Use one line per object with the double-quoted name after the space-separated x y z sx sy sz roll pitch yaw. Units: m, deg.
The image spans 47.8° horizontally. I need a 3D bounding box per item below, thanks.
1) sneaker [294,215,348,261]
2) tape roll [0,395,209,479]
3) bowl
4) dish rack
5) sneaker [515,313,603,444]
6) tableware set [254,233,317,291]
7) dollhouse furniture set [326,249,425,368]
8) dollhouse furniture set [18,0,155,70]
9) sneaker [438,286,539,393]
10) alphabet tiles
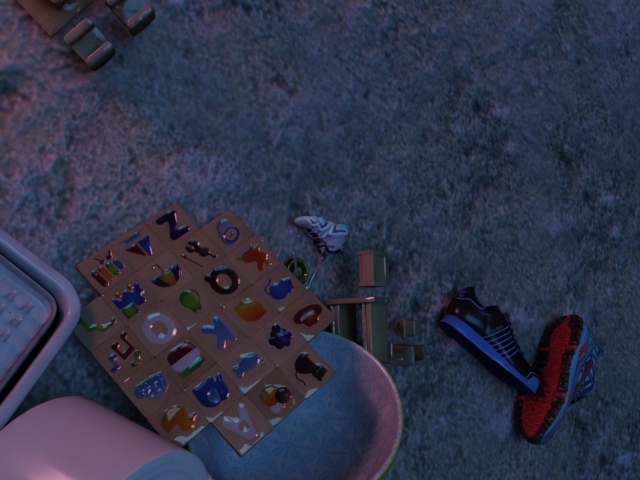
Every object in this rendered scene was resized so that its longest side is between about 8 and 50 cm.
0.000 0.000 1.151 0.098 0.038 0.069 13 76 -27 "sneaker"
-0.266 0.321 0.819 0.246 0.169 0.246 -40 139 -47 "tape roll"
-0.034 0.280 1.009 0.289 0.289 0.156 -33 142 -29 "bowl"
-0.471 0.075 0.815 0.333 0.072 0.285 41 41 -16 "dish rack"
0.459 0.271 1.334 0.125 0.104 0.261 41 66 -21 "sneaker"
-0.075 0.055 1.111 0.154 0.024 0.104 32 69 -22 "tableware set"
0.088 0.115 1.175 0.161 0.101 0.181 9 77 -53 "dollhouse furniture set"
-0.308 -0.389 1.004 0.242 0.161 0.212 -43 105 -4 "dollhouse furniture set"
0.316 0.178 1.279 0.232 0.081 0.090 41 73 -17 "sneaker"
-0.156 0.109 0.980 0.285 0.011 0.342 -37 75 -29 "alphabet tiles"
